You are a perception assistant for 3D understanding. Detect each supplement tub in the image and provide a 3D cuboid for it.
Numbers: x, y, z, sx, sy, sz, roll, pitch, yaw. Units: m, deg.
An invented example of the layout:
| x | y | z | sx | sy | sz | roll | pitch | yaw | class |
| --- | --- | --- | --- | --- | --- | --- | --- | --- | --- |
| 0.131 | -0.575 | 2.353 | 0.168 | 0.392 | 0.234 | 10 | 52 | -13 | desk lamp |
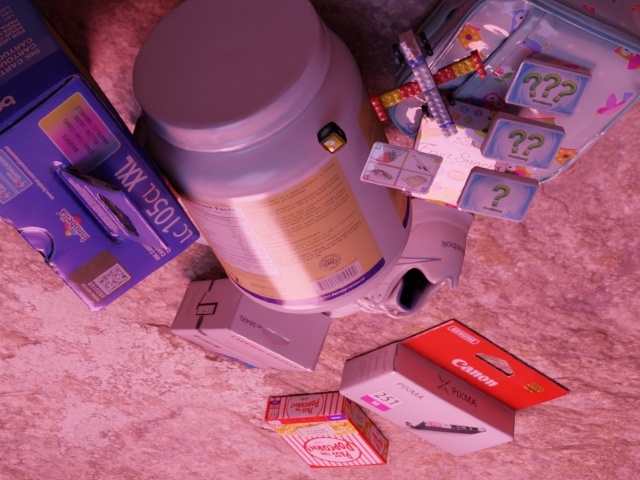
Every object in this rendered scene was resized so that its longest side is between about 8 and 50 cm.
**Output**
| x | y | z | sx | sy | sz | roll | pitch | yaw | class |
| --- | --- | --- | --- | --- | --- | --- | --- | --- | --- |
| -0.048 | -0.097 | 1.457 | 0.241 | 0.241 | 0.331 | -3 | 144 | 19 | supplement tub |

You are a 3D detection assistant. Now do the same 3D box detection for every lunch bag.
| x | y | z | sx | sy | sz | roll | pitch | yaw | class |
| --- | --- | --- | --- | --- | --- | --- | --- | --- | --- |
| 0.204 | -0.178 | 1.390 | 0.224 | 0.108 | 0.279 | 20 | 145 | -16 | lunch bag |

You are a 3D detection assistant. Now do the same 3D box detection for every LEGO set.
| x | y | z | sx | sy | sz | roll | pitch | yaw | class |
| --- | --- | --- | --- | --- | --- | --- | --- | --- | --- |
| 0.127 | -0.106 | 1.298 | 0.244 | 0.060 | 0.182 | 12 | 124 | -15 | LEGO set |

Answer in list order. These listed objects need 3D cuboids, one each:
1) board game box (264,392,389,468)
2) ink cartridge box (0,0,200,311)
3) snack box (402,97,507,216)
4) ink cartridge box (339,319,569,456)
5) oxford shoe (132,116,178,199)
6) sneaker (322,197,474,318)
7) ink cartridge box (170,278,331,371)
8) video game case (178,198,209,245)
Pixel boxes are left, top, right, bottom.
| x | y | z | sx | sy | sz | roll | pitch | yaw | class |
| --- | --- | --- | --- | --- | --- | --- | --- | --- | --- |
| 0.013 | 0.325 | 2.253 | 0.146 | 0.045 | 0.193 | -8 | 143 | 25 | board game box |
| -0.286 | -0.112 | 1.359 | 0.151 | 0.395 | 0.270 | -35 | 139 | -2 | ink cartridge box |
| 0.147 | -0.088 | 1.412 | 0.100 | 0.037 | 0.141 | 14 | 146 | 2 | snack box |
| 0.209 | 0.237 | 2.061 | 0.275 | 0.060 | 0.239 | 32 | 142 | -30 | ink cartridge box |
| -0.179 | -0.089 | 1.567 | 0.076 | 0.212 | 0.076 | 14 | 113 | -17 | oxford shoe |
| 0.081 | 0.046 | 1.742 | 0.111 | 0.129 | 0.297 | 23 | 146 | -25 | sneaker |
| -0.100 | 0.120 | 1.881 | 0.148 | 0.086 | 0.203 | 29 | 163 | -25 | ink cartridge box |
| -0.134 | -0.046 | 1.754 | 0.201 | 0.023 | 0.183 | 15 | 146 | -7 | video game case |
